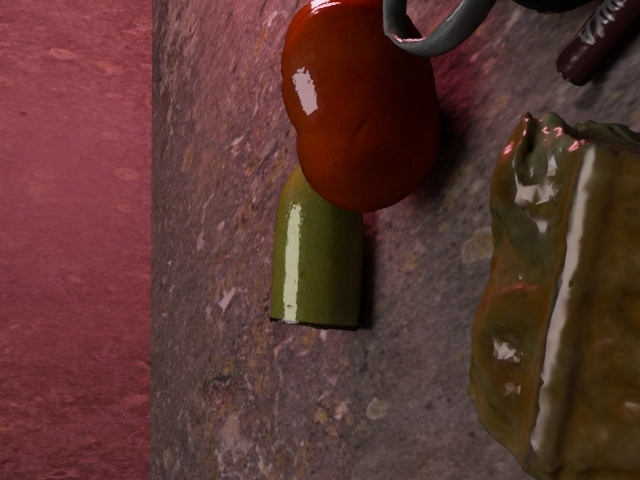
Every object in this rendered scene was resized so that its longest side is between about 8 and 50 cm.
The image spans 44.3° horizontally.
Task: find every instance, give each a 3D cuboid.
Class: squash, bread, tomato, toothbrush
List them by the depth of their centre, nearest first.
[{"bbox_3d":[0.217,0.050,0.549,0.196,0.238,0.252,-27,-47,-70],"label":"bread"},{"bbox_3d":[0.297,-0.257,0.595,0.364,0.040,0.041,123,143,-46],"label":"toothbrush"},{"bbox_3d":[0.049,-0.165,0.935,0.260,0.179,0.260,-11,-90,-83],"label":"tomato"},{"bbox_3d":[0.000,0.000,1.111,0.132,0.132,0.247,177,97,-66],"label":"squash"}]

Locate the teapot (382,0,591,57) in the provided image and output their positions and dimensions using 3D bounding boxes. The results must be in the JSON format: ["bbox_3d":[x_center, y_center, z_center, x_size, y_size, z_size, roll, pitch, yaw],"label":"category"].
[{"bbox_3d":[0.142,-0.307,0.748,0.271,0.200,0.337,-66,31,15],"label":"teapot"}]
